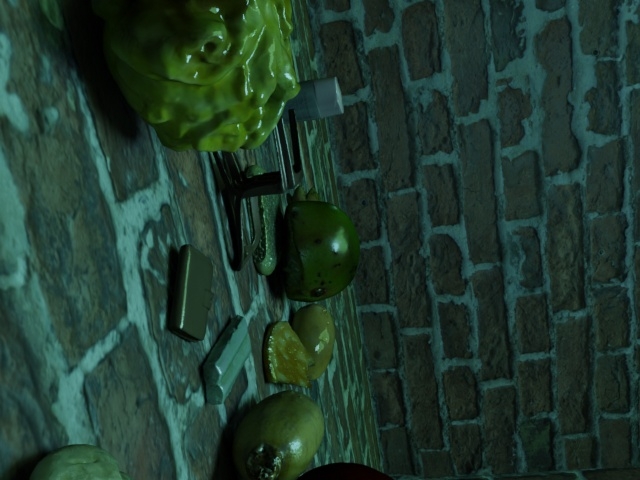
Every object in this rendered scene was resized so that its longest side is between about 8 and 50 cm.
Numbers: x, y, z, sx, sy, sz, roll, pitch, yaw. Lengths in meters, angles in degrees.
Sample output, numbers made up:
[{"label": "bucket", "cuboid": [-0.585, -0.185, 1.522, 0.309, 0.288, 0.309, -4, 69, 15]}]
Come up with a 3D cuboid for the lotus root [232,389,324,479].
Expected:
[{"label": "lotus root", "cuboid": [-0.088, 0.398, 1.195, 0.342, 0.169, 0.152, 1, 84, -80]}]

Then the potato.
[{"label": "potato", "cuboid": [-0.025, 0.298, 1.763, 0.150, 0.146, 0.234, 30, 47, -39]}]

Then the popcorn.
[{"label": "popcorn", "cuboid": [-0.170, -0.288, 0.885, 0.312, 0.311, 0.313, -7, 90, -80]}]

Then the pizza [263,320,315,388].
[{"label": "pizza", "cuboid": [-0.080, 0.310, 1.571, 0.262, 0.034, 0.181, 43, 38, -52]}]

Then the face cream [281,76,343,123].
[{"label": "face cream", "cuboid": [-0.079, -0.340, 1.492, 0.107, 0.269, 0.073, 69, 17, -51]}]

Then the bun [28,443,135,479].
[{"label": "bun", "cuboid": [-0.229, 0.295, 0.614, 0.183, 0.102, 0.184, 170, -90, -87]}]

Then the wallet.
[{"label": "wallet", "cuboid": [-0.223, 0.094, 1.032, 0.118, 0.038, 0.153, 58, 30, -63]}]

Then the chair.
[{"label": "chair", "cuboid": [-0.126, -0.107, 1.321, 0.176, 0.183, 0.327, -69, 149, -69]}]

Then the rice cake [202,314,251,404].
[{"label": "rice cake", "cuboid": [-0.180, 0.229, 1.169, 0.226, 0.040, 0.085, -66, 148, -71]}]

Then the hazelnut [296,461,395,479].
[{"label": "hazelnut", "cuboid": [0.046, 0.646, 1.110, 0.402, 0.401, 0.430, 70, 29, -52]}]

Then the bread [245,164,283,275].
[{"label": "bread", "cuboid": [-0.140, -0.055, 1.574, 0.207, 0.056, 0.287, -16, 100, -78]}]

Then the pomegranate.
[{"label": "pomegranate", "cuboid": [0.000, 0.000, 1.677, 0.310, 0.215, 0.359, 98, -9, -53]}]
